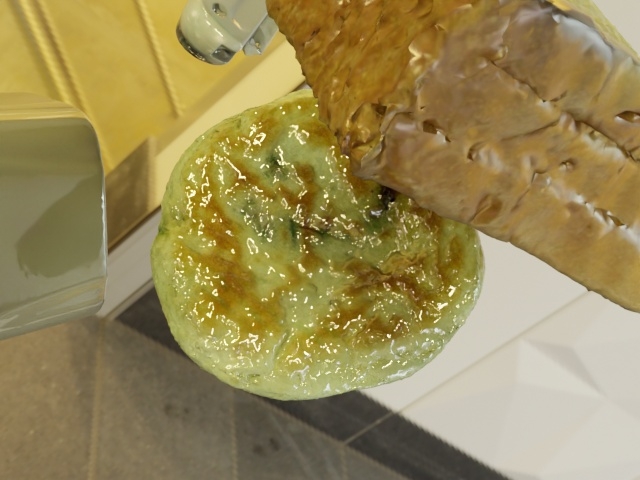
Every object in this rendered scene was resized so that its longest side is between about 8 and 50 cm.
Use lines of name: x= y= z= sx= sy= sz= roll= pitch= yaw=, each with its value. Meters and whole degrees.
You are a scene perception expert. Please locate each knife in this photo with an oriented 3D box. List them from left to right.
knife: x=-0.048 y=-0.228 z=0.942 sx=0.073 sy=0.040 sz=0.265 roll=39 pitch=40 yaw=-9

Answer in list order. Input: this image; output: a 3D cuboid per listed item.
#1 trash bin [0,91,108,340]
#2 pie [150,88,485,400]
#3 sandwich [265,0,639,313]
trash bin: x=-0.300 y=-0.012 z=0.763 sx=0.250 sy=0.220 sz=0.219 roll=-11 pitch=21 yaw=-37
pie: x=0.000 y=0.000 z=0.745 sx=0.240 sy=0.240 sz=0.054 roll=61 pitch=-12 yaw=16
sandwich: x=0.061 y=-0.111 z=0.497 sx=0.271 sy=0.099 sz=0.301 roll=29 pitch=24 yaw=-46
